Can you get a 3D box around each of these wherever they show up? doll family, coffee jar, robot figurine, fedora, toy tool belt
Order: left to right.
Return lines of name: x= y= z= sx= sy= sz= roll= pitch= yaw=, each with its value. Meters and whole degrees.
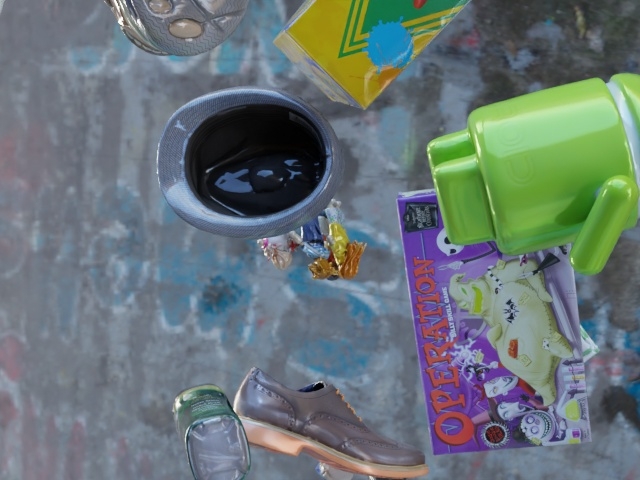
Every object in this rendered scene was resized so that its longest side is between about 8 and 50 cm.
coffee jar: x=-0.145 y=0.250 z=1.287 sx=0.184 sy=0.079 sz=0.096 roll=-156 pitch=54 yaw=-74
fedora: x=-0.102 y=-0.105 z=1.500 sx=0.275 sy=0.124 sz=0.244 roll=-9 pitch=73 yaw=-1
doll family: x=0.000 y=0.000 z=1.835 sx=0.118 sy=0.263 sz=0.163 roll=-24 pitch=69 yaw=30
toy tool belt: x=0.015 y=0.396 z=1.705 sx=0.083 sy=0.052 sz=0.051 roll=41 pitch=139 yaw=5
robot figurine: x=0.106 y=-0.033 z=0.423 sx=0.115 sy=0.101 sz=0.067 roll=-14 pitch=118 yaw=7

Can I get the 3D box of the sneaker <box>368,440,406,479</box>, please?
sneaker: x=0.116 y=0.471 z=1.798 sx=0.227 sy=0.087 sz=0.130 roll=-94 pitch=15 yaw=-58

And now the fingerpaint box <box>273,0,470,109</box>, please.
fingerpaint box: x=0.111 y=-0.390 z=1.496 sx=0.163 sy=0.445 sz=0.371 roll=43 pitch=95 yaw=-10

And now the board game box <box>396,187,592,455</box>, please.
board game box: x=0.222 y=0.098 z=1.245 sx=0.208 sy=0.056 sz=0.347 roll=-7 pitch=102 yaw=14

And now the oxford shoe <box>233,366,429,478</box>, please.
oxford shoe: x=0.029 y=0.303 z=1.601 sx=0.130 sy=0.363 sz=0.133 roll=-14 pitch=58 yaw=61

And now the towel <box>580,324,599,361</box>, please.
towel: x=0.356 y=0.154 z=1.932 sx=0.248 sy=0.038 sz=0.325 roll=-44 pitch=70 yaw=25

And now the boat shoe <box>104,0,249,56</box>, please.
boat shoe: x=-0.116 y=-0.292 z=0.704 sx=0.116 sy=0.123 sz=0.325 roll=4 pitch=89 yaw=61

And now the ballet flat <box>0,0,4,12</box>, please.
ballet flat: x=-0.192 y=-0.133 z=0.530 sx=0.041 sy=0.114 sz=0.041 roll=0 pitch=102 yaw=0
